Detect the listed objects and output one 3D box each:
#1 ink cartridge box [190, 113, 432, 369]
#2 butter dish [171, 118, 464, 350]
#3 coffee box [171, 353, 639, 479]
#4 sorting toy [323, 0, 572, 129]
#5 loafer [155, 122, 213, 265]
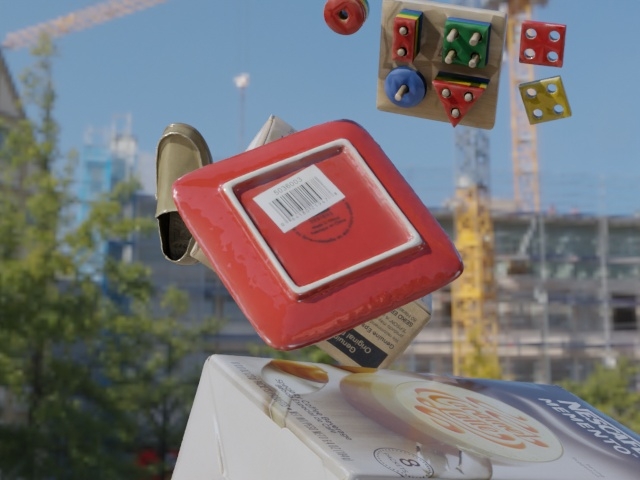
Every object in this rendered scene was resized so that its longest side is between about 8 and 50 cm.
[{"bbox_3d":[0.000,0.000,1.133,0.193,0.088,0.234,35,18,-7],"label":"ink cartridge box"},{"bbox_3d":[-0.008,0.015,0.909,0.160,0.160,0.118,-23,-28,-23],"label":"butter dish"},{"bbox_3d":[0.064,0.136,0.666,0.246,0.098,0.141,9,14,-35],"label":"coffee box"},{"bbox_3d":[0.131,-0.180,1.352,0.274,0.132,0.046,12,33,15],"label":"sorting toy"},{"bbox_3d":[-0.136,-0.042,1.267,0.056,0.148,0.050,-2,15,11],"label":"loafer"}]
